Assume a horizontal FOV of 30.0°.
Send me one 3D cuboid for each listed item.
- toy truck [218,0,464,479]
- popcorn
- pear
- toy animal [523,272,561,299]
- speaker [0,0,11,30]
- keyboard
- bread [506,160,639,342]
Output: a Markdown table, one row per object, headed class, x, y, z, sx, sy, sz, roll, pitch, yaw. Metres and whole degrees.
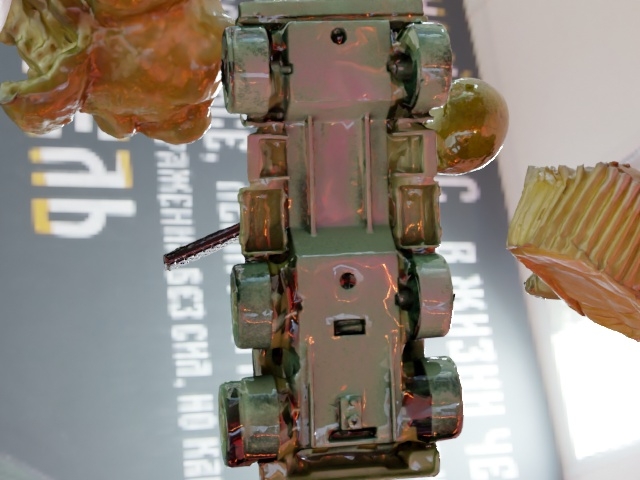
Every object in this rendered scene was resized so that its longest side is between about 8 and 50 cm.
| class | x | y | z | sx | sy | sz | roll | pitch | yaw |
| --- | --- | --- | --- | --- | --- | --- | --- | --- | --- |
| toy truck | 0.000 | -0.003 | 0.672 | 0.135 | 0.128 | 0.259 | -142 | -130 | -78 |
| popcorn | -0.247 | -0.233 | 1.357 | 0.321 | 0.290 | 0.325 | -3 | -129 | 30 |
| pear | 0.150 | -0.125 | 1.294 | 0.107 | 0.131 | 0.107 | 29 | -40 | 28 |
| toy animal | 0.345 | 0.049 | 1.443 | 0.219 | 0.103 | 0.101 | 22 | -85 | 32 |
| speaker | -0.270 | -0.138 | 0.472 | 0.294 | 0.294 | 0.294 | 180 | -90 | -66 |
| keyboard | -0.062 | -0.024 | 1.349 | 0.017 | 0.250 | 0.087 | 65 | -10 | 3 |
| bread | 0.312 | 0.011 | 1.242 | 0.133 | 0.250 | 0.179 | -60 | -149 | -7 |
